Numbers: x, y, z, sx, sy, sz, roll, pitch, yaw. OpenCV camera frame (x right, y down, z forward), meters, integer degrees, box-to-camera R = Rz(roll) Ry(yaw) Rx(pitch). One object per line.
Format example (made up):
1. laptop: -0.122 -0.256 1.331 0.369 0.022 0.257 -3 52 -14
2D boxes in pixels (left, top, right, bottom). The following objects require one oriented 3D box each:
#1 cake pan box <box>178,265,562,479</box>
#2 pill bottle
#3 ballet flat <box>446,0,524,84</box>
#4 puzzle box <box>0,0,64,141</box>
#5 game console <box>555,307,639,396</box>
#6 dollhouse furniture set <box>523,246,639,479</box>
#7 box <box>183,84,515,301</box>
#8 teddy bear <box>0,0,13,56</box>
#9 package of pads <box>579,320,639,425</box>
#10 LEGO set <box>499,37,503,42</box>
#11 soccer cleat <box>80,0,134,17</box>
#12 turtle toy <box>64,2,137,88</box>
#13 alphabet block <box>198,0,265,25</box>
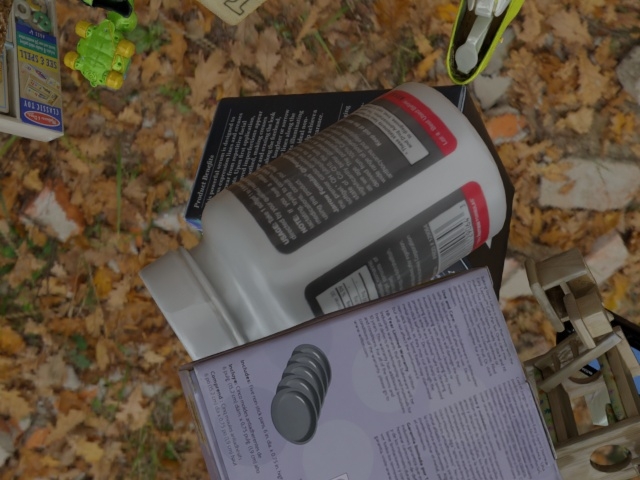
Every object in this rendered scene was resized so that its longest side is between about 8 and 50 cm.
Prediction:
1. cake pan box: 0.053 0.177 0.590 0.245 0.070 0.267 -19 86 -20
2. pill bottle: 0.000 0.000 0.766 0.318 0.176 0.176 -32 122 -12
3. ballet flat: 0.203 -0.282 0.997 0.077 0.077 0.231 25 146 9
4. puzzle box: -0.587 -0.325 1.270 0.052 0.272 0.409 -13 168 31
5. game console: 0.428 0.194 0.951 0.044 0.361 0.213 -17 125 -36
6. dollhouse furniture set: 0.199 0.127 0.637 0.101 0.182 0.161 -26 118 20
7. box: 0.053 -0.058 1.211 0.395 0.212 0.293 2 157 29
8. teddy bear: -0.340 -0.285 0.776 0.113 0.245 0.338 17 82 -26
9. package of pads: 0.539 0.164 1.114 0.229 0.101 0.297 10 138 -16
10. LEGO set: 0.343 -0.545 1.803 0.107 0.132 0.287 5 83 -33
11. soccer cleat: -0.334 -0.359 1.108 0.178 0.072 0.060 13 132 -37
12. turtle toy: -0.310 -0.286 1.192 0.095 0.066 0.130 27 104 7
13. alphabet block: -0.180 -0.574 1.560 0.193 0.192 0.197 -29 143 28
